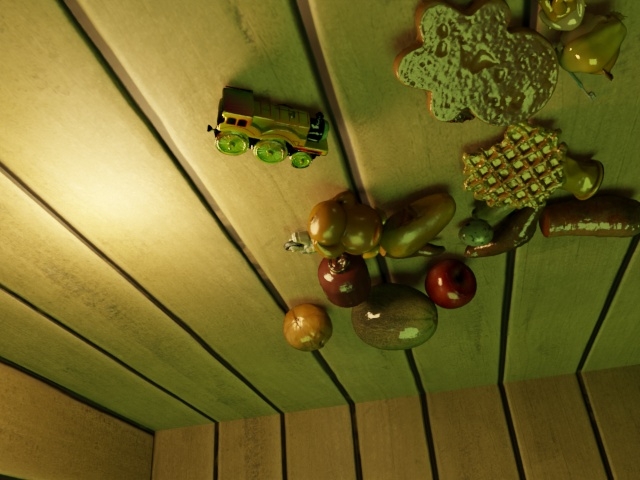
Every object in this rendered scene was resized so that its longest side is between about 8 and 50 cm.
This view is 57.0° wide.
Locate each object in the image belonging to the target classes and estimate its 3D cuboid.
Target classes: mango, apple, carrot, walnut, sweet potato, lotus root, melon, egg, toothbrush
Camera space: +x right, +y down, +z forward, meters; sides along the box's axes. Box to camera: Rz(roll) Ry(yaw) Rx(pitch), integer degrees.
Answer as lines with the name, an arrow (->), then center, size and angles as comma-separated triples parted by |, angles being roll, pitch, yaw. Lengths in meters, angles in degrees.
mango -> 0.290, -0.050, 1.763 | 0.262, 0.130, 0.167 | -36, 163, 18
apple -> 0.458, 0.156, 2.091 | 0.180, 0.181, 0.168 | 11, 151, -24
carrot -> 0.839, -0.071, 1.816 | 0.301, 0.139, 0.139 | -5, 148, 0
walnut -> -0.049, 0.348, 2.330 | 0.193, 0.193, 0.226 | -11, 148, 10
sweet potato -> 0.292, 0.028, 1.951 | 0.243, 0.077, 0.077 | 5, 147, -15
lotus root -> 0.520, -0.109, 1.749 | 0.077, 0.090, 0.183 | -14, 164, -44
melon -> 0.272, 0.281, 2.182 | 0.329, 0.249, 0.248 | 0, 153, 27
egg -> 0.498, -0.022, 1.892 | 0.110, 0.085, 0.085 | -9, 149, 21
toothbrush -> 0.617, -0.376, 1.402 | 0.014, 0.011, 0.167 | -35, 138, 32
sweet potato -> 0.617, -0.022, 1.902 | 0.114, 0.092, 0.341 | 28, 138, -17

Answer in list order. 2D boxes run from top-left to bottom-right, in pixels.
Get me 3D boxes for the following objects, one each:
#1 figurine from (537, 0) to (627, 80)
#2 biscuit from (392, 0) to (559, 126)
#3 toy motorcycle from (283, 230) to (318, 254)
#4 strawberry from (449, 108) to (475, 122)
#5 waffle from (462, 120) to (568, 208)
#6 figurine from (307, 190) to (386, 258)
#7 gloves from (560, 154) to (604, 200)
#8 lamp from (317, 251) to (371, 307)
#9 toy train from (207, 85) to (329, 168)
figurine -> 0.539, -0.429, 1.215 | 0.246, 0.131, 0.156 | 34, 137, -26
biscuit -> 0.338, -0.373, 1.255 | 0.354, 0.052, 0.275 | 13, 122, -14
toy motorcycle -> 0.000, 0.000, 1.859 | 0.228, 0.074, 0.151 | 3, 157, -34
strawberry -> 0.317, -0.329, 1.370 | 0.145, 0.086, 0.145 | -4, 147, -3
waffle -> 0.516, -0.198, 1.565 | 0.291, 0.051, 0.291 | 7, 124, 10
figurine -> 0.076, -0.040, 1.708 | 0.228, 0.215, 0.215 | 11, 147, -4
gloves -> 0.617, -0.202, 1.628 | 0.294, 0.116, 0.133 | 13, 118, -11
lamp -> 0.079, 0.123, 2.003 | 0.180, 0.180, 0.258 | -10, 146, 9
toy train -> -0.114, -0.263, 1.404 | 0.296, 0.101, 0.161 | 8, 145, -20
